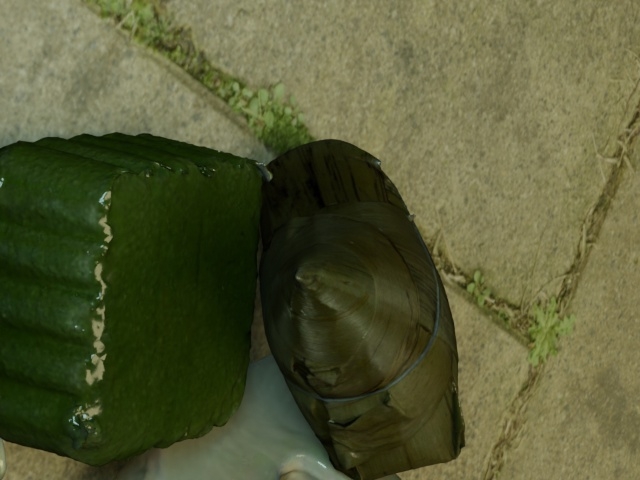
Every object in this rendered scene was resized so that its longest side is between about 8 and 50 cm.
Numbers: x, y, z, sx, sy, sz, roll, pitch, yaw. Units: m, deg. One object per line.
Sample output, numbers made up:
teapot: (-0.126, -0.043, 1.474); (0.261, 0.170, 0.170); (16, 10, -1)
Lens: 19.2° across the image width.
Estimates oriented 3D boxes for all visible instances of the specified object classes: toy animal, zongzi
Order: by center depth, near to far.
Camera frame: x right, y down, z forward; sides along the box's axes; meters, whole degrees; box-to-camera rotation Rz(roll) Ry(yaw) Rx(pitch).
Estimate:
zongzi: (0.000, 0.000, 1.622); (0.160, 0.323, 0.360); (-24, 147, 6)
toy animal: (-0.069, 0.243, 1.736); (0.266, 0.188, 0.308); (22, 50, -17)

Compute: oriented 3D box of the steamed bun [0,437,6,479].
steamed bun: (-0.346, 0.083, 1.400); (0.200, 0.170, 0.226); (0, 88, -60)

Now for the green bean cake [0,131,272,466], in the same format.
green bean cake: (-0.169, 0.042, 1.569); (0.247, 0.156, 0.250); (-11, 110, -57)
